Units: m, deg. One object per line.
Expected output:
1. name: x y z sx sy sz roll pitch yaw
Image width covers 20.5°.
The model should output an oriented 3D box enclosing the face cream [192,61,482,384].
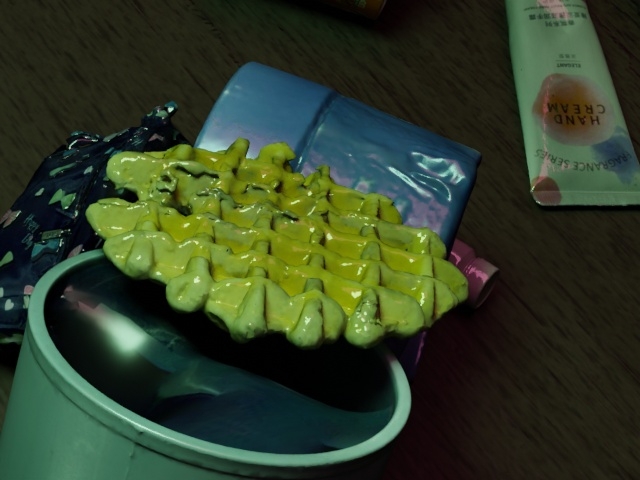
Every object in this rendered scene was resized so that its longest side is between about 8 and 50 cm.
1. face cream: 0.000 0.000 1.489 0.225 0.249 0.249 20 49 5

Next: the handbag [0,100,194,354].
1. handbag: -0.194 -0.003 1.522 0.162 0.113 0.260 -15 34 37

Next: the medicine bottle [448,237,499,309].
1. medicine bottle: 0.116 0.023 1.624 0.089 0.052 0.052 32 51 16

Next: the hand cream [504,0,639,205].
1. hand cream: 0.248 -0.175 1.817 0.124 0.078 0.341 0 54 -12

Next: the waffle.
1. waffle: -0.031 0.005 1.236 0.261 0.056 0.250 -5 34 -45

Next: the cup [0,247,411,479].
1. cup: -0.112 0.184 1.247 0.256 0.311 0.331 12 25 -14

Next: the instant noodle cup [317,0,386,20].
1. instant noodle cup: 0.012 -0.355 1.819 0.192 0.250 0.250 24 49 -1
